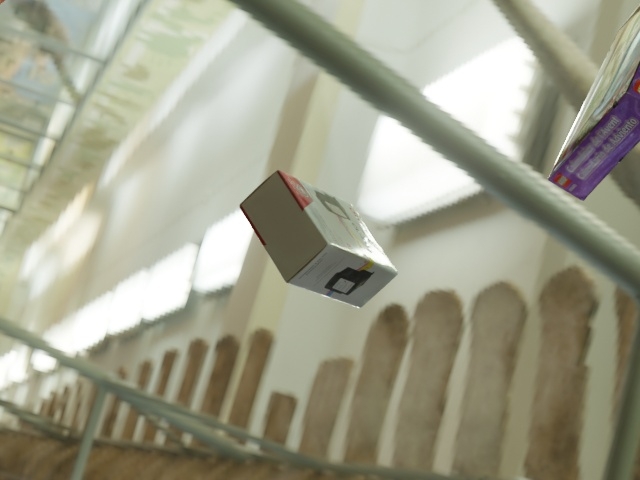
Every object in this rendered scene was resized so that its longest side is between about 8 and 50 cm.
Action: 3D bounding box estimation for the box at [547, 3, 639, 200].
[{"bbox_3d":[0.390,-0.210,1.657,0.293,0.057,0.201,-60,-179,-34],"label":"box"}]

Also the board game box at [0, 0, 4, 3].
[{"bbox_3d":[-0.334,-0.264,1.190,0.193,0.147,0.045,-40,179,-4],"label":"board game box"}]

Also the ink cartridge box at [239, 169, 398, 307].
[{"bbox_3d":[0.000,0.000,1.648,0.072,0.175,0.127,-43,-120,16],"label":"ink cartridge box"}]
